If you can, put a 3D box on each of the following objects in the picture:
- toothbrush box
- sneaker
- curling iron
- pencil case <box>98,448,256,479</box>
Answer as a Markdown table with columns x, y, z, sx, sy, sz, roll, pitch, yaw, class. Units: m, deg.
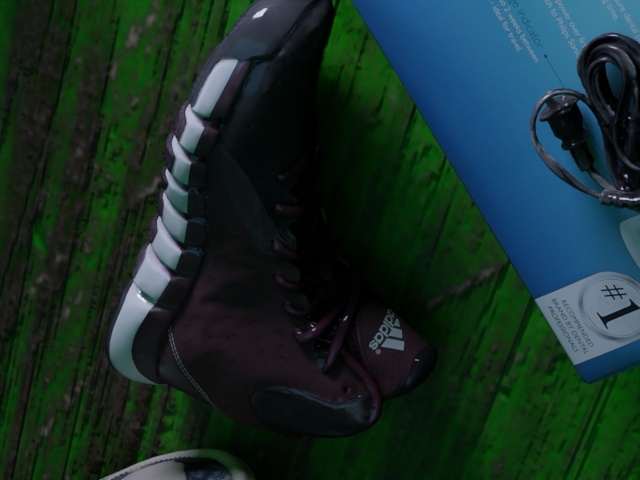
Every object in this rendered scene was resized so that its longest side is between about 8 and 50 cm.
| x | y | z | sx | sy | sz | roll | pitch | yaw | class |
| --- | --- | --- | --- | --- | --- | --- | --- | --- | --- |
| 0.190 | -0.101 | 0.761 | 0.295 | 0.126 | 0.216 | -28 | 98 | 38 | toothbrush box |
| 0.000 | 0.000 | 0.951 | 0.162 | 0.106 | 0.281 | 30 | 137 | 7 | sneaker |
| 0.124 | -0.133 | 0.684 | 0.068 | 0.035 | 0.274 | 17 | 120 | 22 | curling iron |
| -0.055 | 0.323 | 1.103 | 0.183 | 0.160 | 0.410 | 3 | 117 | 47 | pencil case |
